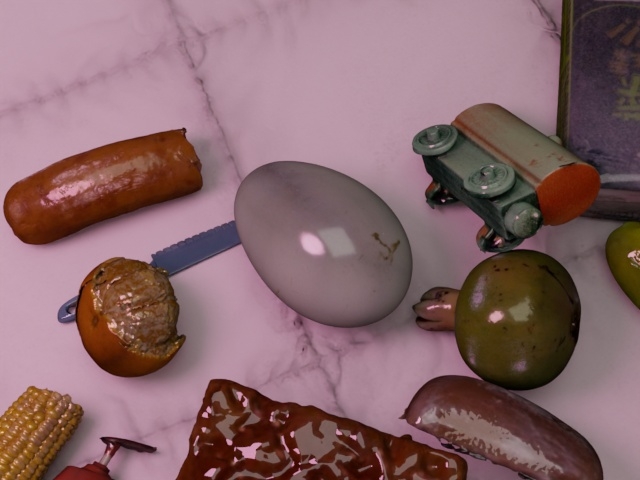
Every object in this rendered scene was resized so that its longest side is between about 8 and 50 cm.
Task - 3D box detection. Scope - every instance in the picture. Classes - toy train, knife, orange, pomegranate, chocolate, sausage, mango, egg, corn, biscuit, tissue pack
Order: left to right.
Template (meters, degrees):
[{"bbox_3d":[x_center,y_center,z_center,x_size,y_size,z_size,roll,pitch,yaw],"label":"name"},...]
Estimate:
[{"bbox_3d":[-0.391,0.287,1.491,0.093,0.093,0.244,33,68,11],"label":"corn"},{"bbox_3d":[-0.292,-0.072,1.627,0.270,0.109,0.109,-20,71,-5],"label":"sausage"},{"bbox_3d":[-0.236,0.096,1.544,0.134,0.156,0.156,-8,61,-52],"label":"orange"},{"bbox_3d":[-0.211,0.033,1.635,0.313,0.019,0.044,-25,69,-12],"label":"knife"},{"bbox_3d":[-0.033,0.392,1.418,0.343,0.166,0.395,19,71,4],"label":"biscuit"},{"bbox_3d":[0.000,0.000,1.560,0.264,0.183,0.183,40,74,19],"label":"egg"},{"bbox_3d":[0.226,0.105,1.536,0.210,0.179,0.179,-17,70,9],"label":"pomegranate"},{"bbox_3d":[0.238,-0.092,1.583,0.177,0.116,0.285,-26,30,-10],"label":"toy train"},{"bbox_3d":[0.232,0.228,1.484,0.261,0.161,0.083,23,94,4],"label":"chocolate"},{"bbox_3d":[0.434,0.051,1.598,0.074,0.091,0.165,-22,70,-20],"label":"mango"},{"bbox_3d":[0.476,-0.220,1.684,0.288,0.124,0.394,5,70,3],"label":"tissue pack"}]

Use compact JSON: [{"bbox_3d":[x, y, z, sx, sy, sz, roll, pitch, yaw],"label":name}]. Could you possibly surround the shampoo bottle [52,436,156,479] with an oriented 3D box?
[{"bbox_3d":[-0.302,0.355,1.468,0.153,0.071,0.284,35,67,-17],"label":"shampoo bottle"}]
